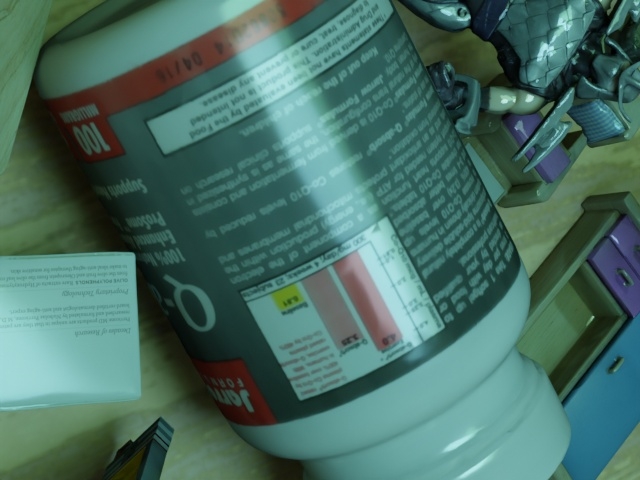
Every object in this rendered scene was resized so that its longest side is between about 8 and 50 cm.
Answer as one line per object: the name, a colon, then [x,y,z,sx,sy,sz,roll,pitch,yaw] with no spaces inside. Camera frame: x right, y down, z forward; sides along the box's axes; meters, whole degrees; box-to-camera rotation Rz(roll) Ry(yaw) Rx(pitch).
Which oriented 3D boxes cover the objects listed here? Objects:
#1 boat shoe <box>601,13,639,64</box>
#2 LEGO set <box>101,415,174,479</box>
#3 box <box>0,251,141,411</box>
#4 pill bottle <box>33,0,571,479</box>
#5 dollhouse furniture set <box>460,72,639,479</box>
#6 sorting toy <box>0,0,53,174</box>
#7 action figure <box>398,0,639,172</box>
boat shoe: [0.270,-0.170,1.364,0.152,0.049,0.056,-40,107,-28]
LEGO set: [-0.085,0.269,1.059,0.331,0.192,0.255,37,101,-7]
box: [-0.169,0.053,1.044,0.102,0.101,0.087,-3,89,-31]
pill bottle: [0.000,0.000,1.088,0.210,0.210,0.363,-36,107,-29]
dollhouse furniture set: [0.232,0.037,1.178,0.198,0.303,0.286,-48,111,-26]
sorting toy: [-0.274,-0.190,1.001,0.255,0.089,0.257,20,77,-29]
action figure: [0.095,-0.163,1.165,0.285,0.099,0.185,33,83,6]
